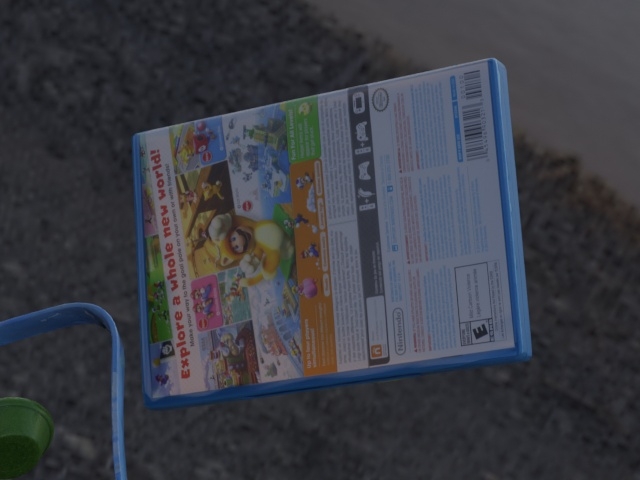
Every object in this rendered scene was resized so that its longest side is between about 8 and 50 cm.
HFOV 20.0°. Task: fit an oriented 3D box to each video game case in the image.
[{"bbox_3d":[0.000,0.000,0.727,0.015,0.166,0.119,20,63,-62],"label":"video game case"}]

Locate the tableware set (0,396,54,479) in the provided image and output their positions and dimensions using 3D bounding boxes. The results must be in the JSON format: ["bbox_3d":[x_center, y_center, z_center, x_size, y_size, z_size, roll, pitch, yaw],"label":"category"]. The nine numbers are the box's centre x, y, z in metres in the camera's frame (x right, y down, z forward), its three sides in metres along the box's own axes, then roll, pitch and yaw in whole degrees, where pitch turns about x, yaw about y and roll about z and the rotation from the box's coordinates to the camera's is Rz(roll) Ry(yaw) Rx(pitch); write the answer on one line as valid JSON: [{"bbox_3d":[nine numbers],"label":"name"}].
[{"bbox_3d":[-0.177,0.099,0.670,0.104,0.154,0.024,36,17,-38],"label":"tableware set"}]

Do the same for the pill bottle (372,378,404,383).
[{"bbox_3d":[0.031,0.018,1.023,0.117,0.215,0.117,0,83,2],"label":"pill bottle"}]

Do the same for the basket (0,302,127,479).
[{"bbox_3d":[-0.259,0.174,1.158,0.289,0.201,0.255,-10,53,-2],"label":"basket"}]
